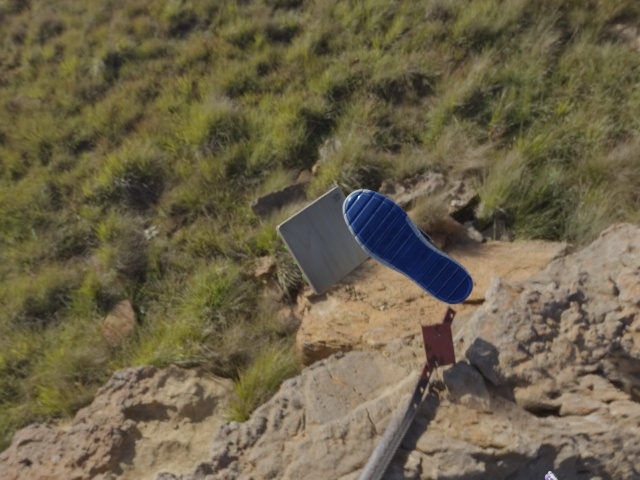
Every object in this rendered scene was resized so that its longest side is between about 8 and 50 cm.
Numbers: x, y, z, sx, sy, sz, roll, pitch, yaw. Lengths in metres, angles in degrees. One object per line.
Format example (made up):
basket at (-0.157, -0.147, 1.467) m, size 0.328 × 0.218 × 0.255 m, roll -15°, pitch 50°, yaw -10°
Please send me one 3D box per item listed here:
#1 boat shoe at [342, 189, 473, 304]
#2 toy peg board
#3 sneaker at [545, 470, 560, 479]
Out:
boat shoe at (0.101, 0.009, 0.613) m, size 0.183 × 0.066 × 0.066 m, roll 43°, pitch 96°, yaw 2°
toy peg board at (0.000, 0.000, 1.030) m, size 0.160 × 0.161 × 0.079 m, roll -36°, pitch 15°, yaw -23°
sneaker at (0.575, 0.652, 1.223) m, size 0.071 × 0.068 × 0.170 m, roll -14°, pitch 95°, yaw 3°
